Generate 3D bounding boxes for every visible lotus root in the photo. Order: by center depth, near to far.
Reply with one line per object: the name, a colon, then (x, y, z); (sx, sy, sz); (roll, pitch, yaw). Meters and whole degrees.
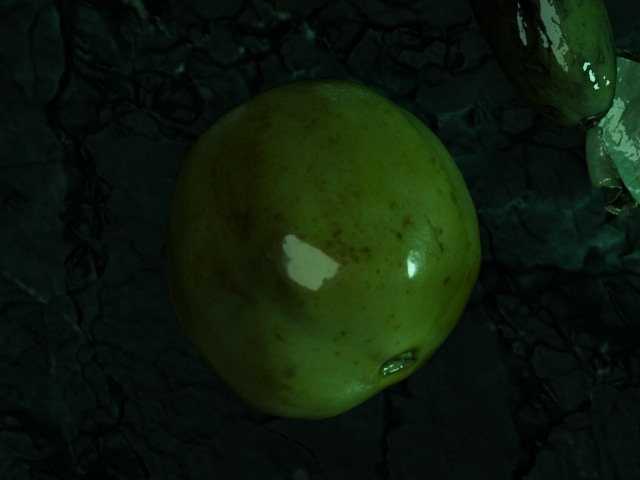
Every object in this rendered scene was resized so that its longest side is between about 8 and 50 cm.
lotus root: (0.148, -0.158, 1.102); (0.080, 0.089, 0.179); (-19, 84, -29)

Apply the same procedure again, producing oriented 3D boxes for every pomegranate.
pomegranate: (0.003, 0.005, 1.102); (0.233, 0.233, 0.233); (2, 102, 10)

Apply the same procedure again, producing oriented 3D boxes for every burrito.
burrito: (0.220, -0.075, 1.136); (0.074, 0.044, 0.118); (13, 102, 15)
